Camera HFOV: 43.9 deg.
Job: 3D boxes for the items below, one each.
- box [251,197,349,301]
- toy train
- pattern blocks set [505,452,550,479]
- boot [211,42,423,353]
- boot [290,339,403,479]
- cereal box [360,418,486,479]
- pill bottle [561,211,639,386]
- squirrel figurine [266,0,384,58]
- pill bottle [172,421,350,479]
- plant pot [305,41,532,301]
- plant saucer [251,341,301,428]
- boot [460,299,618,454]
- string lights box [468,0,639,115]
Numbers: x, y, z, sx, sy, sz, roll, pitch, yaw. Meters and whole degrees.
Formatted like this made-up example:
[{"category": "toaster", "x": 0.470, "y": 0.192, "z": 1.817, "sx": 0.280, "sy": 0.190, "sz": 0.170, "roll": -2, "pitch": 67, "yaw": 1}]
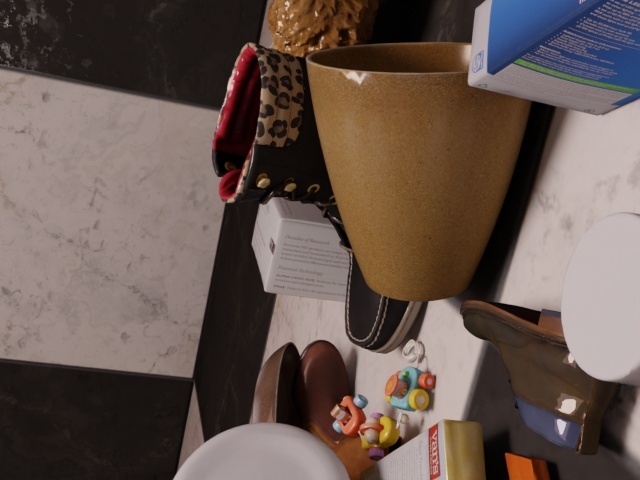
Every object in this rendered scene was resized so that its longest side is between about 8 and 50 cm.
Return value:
[{"category": "box", "x": 0.000, "y": 0.000, "z": 1.213, "sx": 0.181, "sy": 0.182, "sz": 0.119, "roll": -116, "pitch": 38, "yaw": -65}, {"category": "toy train", "x": 0.069, "y": 0.200, "z": 1.001, "sx": 0.166, "sy": 0.046, "sz": 0.125, "roll": -51, "pitch": 31, "yaw": 19}, {"category": "pattern blocks set", "x": 0.161, "y": 0.327, "z": 0.741, "sx": 0.324, "sy": 0.026, "sz": 0.285, "roll": -105, "pitch": 28, "yaw": -56}, {"category": "boot", "x": 0.008, "y": -0.050, "z": 0.987, "sx": 0.138, "sy": 0.284, "sz": 0.377, "roll": 22, "pitch": 103, "yaw": 56}, {"category": "boot", "x": 0.033, "y": 0.270, "z": 1.112, "sx": 0.280, "sy": 0.096, "sz": 0.264, "roll": 157, "pitch": 124, "yaw": -70}, {"category": "cereal box", "x": 0.102, "y": 0.302, "z": 0.826, "sx": 0.240, "sy": 0.047, "sz": 0.172, "roll": 124, "pitch": 151, "yaw": -57}, {"category": "pill bottle", "x": 0.221, "y": 0.038, "z": 0.399, "sx": 0.108, "sy": 0.180, "sz": 0.107, "roll": -171, "pitch": 90, "yaw": -75}, {"category": "squirrel figurine", "x": -0.001, "y": -0.362, "z": 1.280, "sx": 0.370, "sy": 0.281, "sz": 0.396, "roll": 114, "pitch": 162, "yaw": -62}, {"category": "pill bottle", "x": -0.053, "y": 0.402, "z": 0.966, "sx": 0.210, "sy": 0.210, "sz": 0.362, "roll": -97, "pitch": 1, "yaw": -46}, {"category": "plant pot", "x": 0.108, "y": -0.072, "z": 0.854, "sx": 0.237, "sy": 0.237, "sz": 0.254, "roll": -122, "pitch": 27, "yaw": -67}, {"category": "plant saucer", "x": -0.061, "y": 0.318, "z": 1.263, "sx": 0.310, "sy": 0.050, "sz": 0.310, "roll": -3, "pitch": -90, "yaw": -83}, {"category": "boot", "x": 0.178, "y": 0.112, "z": 0.700, "sx": 0.219, "sy": 0.082, "sz": 0.106, "roll": 180, "pitch": 101, "yaw": -73}, {"category": "string lights box", "x": 0.228, "y": -0.171, "z": 0.578, "sx": 0.260, "sy": 0.134, "sz": 0.076, "roll": 157, "pitch": 122, "yaw": -71}]
